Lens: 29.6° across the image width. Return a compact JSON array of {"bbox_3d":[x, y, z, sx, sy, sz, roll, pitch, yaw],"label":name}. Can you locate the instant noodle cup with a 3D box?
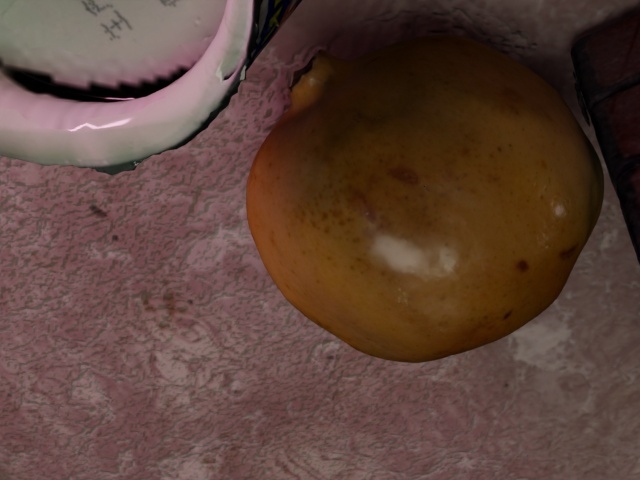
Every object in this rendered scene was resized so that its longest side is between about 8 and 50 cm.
[{"bbox_3d":[-0.081,-0.201,0.564,0.284,0.312,0.284,8,131,9],"label":"instant noodle cup"}]

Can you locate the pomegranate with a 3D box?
[{"bbox_3d":[0.067,-0.024,0.796,0.233,0.233,0.233,0,128,0],"label":"pomegranate"}]

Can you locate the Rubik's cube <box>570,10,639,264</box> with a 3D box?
[{"bbox_3d":[0.390,0.010,0.743,0.343,0.344,0.337,-23,125,19],"label":"Rubik's cube"}]
